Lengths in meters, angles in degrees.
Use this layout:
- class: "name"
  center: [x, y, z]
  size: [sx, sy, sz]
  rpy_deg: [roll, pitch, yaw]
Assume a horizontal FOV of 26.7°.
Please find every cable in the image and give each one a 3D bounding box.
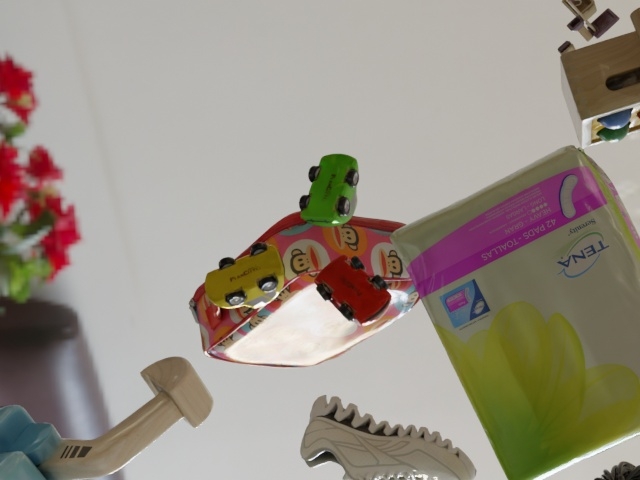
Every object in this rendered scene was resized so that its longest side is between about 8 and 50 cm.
- class: "cable"
  center: [0.423, 0.340, 1.711]
  size: [0.184, 0.150, 0.047]
  rpy_deg: [-10, 132, -56]

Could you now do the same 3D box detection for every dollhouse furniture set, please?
- class: "dollhouse furniture set"
  center: [0.336, -0.321, 1.859]
  size: [0.081, 0.091, 0.114]
  rpy_deg: [41, 15, -29]

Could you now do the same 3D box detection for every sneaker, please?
- class: "sneaker"
  center: [0.104, 0.346, 2.137]
  size: [0.118, 0.292, 0.110]
  rpy_deg: [-62, 154, -29]

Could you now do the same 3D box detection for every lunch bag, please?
- class: "lunch bag"
  center: [-0.032, 0.071, 1.779]
  size: [0.293, 0.258, 0.120]
  rpy_deg: [-38, -124, 42]

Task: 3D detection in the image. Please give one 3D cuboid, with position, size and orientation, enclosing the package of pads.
- class: "package of pads"
  center: [0.240, 0.074, 1.378]
  size: [0.296, 0.229, 0.101]
  rpy_deg: [65, 15, 8]

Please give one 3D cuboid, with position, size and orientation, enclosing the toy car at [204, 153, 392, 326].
- class: "toy car"
  center: [0.000, 0.000, 1.597]
  size: [0.053, 0.239, 0.225]
  rpy_deg: [59, 44, -51]

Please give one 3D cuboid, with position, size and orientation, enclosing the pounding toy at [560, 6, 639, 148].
- class: "pounding toy"
  center: [0.369, -0.187, 1.507]
  size: [0.206, 0.181, 0.094]
  rpy_deg: [46, 28, -74]

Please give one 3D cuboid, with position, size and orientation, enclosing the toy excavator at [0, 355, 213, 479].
- class: "toy excavator"
  center: [-0.423, 0.361, 2.085]
  size: [0.433, 0.445, 0.222]
  rpy_deg: [-50, 121, -39]
